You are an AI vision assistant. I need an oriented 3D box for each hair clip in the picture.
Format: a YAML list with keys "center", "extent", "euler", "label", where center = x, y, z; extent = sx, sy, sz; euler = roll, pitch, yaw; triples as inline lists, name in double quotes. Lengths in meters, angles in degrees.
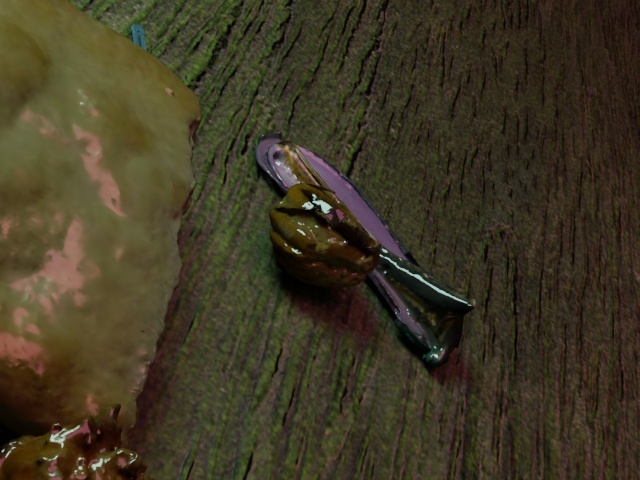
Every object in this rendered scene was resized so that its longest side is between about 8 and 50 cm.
- center: [0.055, -0.005, 1.428]
  extent: [0.110, 0.095, 0.358]
  euler: [-36, 69, -22]
  label: "hair clip"

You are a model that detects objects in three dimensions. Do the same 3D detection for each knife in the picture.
- center: [-0.218, -0.232, 1.436]
  extent: [0.027, 0.010, 0.096]
  euler: [19, 39, -33]
  label: "knife"

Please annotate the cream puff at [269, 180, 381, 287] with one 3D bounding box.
- center: [0.000, 0.000, 1.316]
  extent: [0.133, 0.104, 0.119]
  euler: [44, 0, -11]
  label: "cream puff"

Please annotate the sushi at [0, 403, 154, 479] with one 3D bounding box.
- center: [-0.178, 0.291, 0.703]
  extent: [0.234, 0.207, 0.348]
  euler: [9, 51, -45]
  label: "sushi"

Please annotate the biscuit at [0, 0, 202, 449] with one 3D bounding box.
- center: [-0.277, -0.081, 1.018]
  extent: [0.446, 0.104, 0.429]
  euler: [40, 44, -22]
  label: "biscuit"
